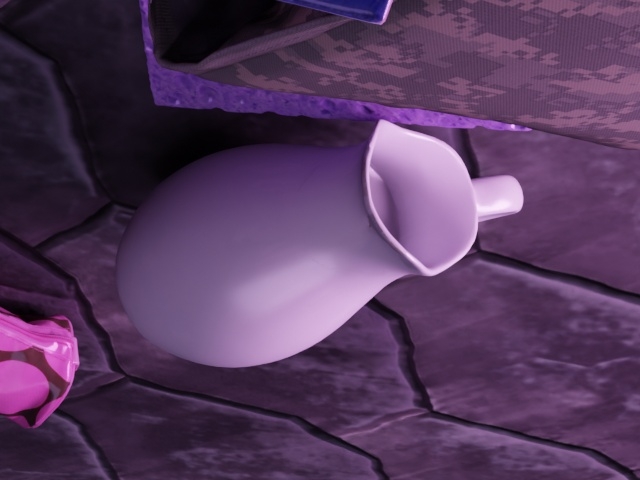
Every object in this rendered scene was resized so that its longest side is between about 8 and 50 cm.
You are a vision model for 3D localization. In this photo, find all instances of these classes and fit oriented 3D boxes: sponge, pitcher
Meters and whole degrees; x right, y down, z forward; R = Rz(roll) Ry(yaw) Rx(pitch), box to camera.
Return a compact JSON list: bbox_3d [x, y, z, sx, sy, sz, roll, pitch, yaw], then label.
[{"bbox_3d":[0.014,-0.106,0.769,0.210,0.031,0.117,3,148,2],"label":"sponge"},{"bbox_3d":[0.000,0.000,0.868,0.207,0.125,0.178,-19,168,36],"label":"pitcher"}]

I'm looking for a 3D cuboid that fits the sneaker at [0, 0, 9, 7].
[{"bbox_3d":[-0.199,-0.200,0.613,0.130,0.109,0.286,-24,145,24],"label":"sneaker"}]

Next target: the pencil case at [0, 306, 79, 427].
[{"bbox_3d":[-0.262,0.055,1.018,0.209,0.095,0.098,27,126,-33],"label":"pencil case"}]

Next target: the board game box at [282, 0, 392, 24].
[{"bbox_3d":[-0.104,-0.240,0.355,0.319,0.318,0.066,11,-170,-8],"label":"board game box"}]

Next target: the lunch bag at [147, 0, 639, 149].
[{"bbox_3d":[0.091,-0.127,0.550,0.235,0.168,0.287,4,163,-30],"label":"lunch bag"}]
